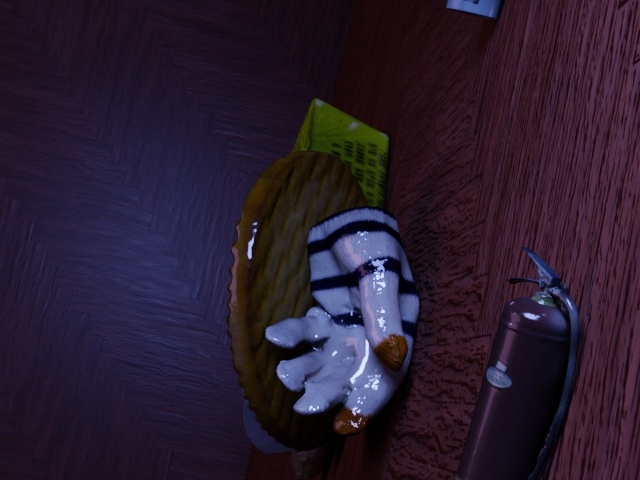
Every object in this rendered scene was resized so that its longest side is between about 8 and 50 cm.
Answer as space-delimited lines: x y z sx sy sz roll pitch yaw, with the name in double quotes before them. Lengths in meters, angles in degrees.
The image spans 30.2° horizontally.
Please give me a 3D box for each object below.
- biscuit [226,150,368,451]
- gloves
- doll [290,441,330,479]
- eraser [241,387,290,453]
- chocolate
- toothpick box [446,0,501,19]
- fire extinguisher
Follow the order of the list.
"biscuit" -0.011 0.062 1.254 0.318 0.040 0.318 2 -92 -64
"gloves" 0.033 0.082 1.147 0.131 0.140 0.218 31 -128 -60
"doll" -0.023 0.191 1.510 0.175 0.149 0.278 53 154 40
"eraser" -0.083 0.187 1.966 0.189 0.104 0.290 77 -175 -46
"chocolate" 0.000 0.000 1.705 0.289 0.137 0.301 -83 9 -52
"toothpick box" 0.152 -0.253 1.109 0.052 0.052 0.083 -103 25 -80
"fire extinguisher" 0.111 0.087 0.664 0.064 0.043 0.158 29 108 54
